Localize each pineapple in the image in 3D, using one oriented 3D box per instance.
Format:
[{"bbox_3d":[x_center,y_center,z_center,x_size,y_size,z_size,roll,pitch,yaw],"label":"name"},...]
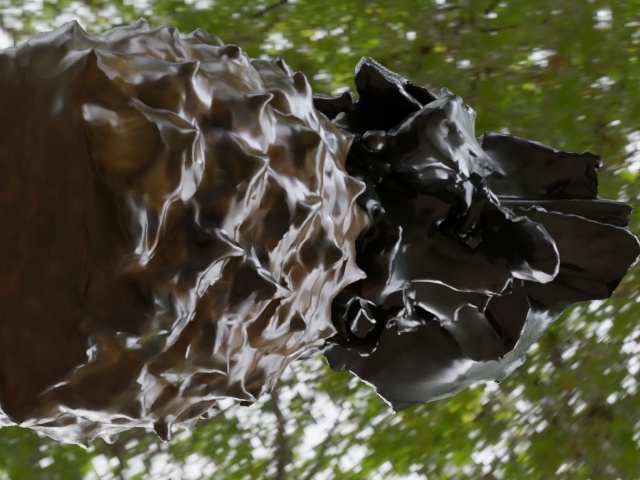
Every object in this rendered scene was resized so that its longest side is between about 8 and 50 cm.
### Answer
[{"bbox_3d":[0.000,0.000,0.485,0.119,0.237,0.111,-5,-95,44],"label":"pineapple"}]
